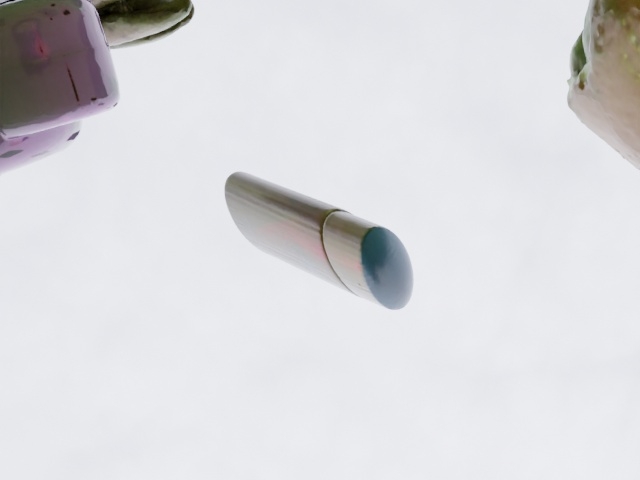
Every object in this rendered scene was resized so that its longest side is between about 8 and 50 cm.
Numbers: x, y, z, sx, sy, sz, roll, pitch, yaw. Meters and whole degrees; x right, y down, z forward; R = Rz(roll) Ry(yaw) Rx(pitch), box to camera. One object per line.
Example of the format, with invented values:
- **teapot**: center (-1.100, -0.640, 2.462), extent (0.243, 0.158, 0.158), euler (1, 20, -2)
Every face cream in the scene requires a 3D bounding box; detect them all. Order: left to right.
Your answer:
- **face cream**: center (0.000, 0.000, 1.286), extent (0.067, 0.139, 0.285), euler (-48, -143, -16)

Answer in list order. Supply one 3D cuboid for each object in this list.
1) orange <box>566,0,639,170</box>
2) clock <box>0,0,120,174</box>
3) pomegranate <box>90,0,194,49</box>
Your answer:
- **orange**: center (0.216, -0.135, 0.509), extent (0.179, 0.158, 0.237), euler (16, -87, -17)
- **clock**: center (-0.226, -0.050, 0.477), extent (0.248, 0.228, 0.090), euler (-19, -78, -23)
- **pomegranate**: center (-0.227, -0.141, 0.677), extent (0.302, 0.236, 0.235), euler (-14, -108, 4)
